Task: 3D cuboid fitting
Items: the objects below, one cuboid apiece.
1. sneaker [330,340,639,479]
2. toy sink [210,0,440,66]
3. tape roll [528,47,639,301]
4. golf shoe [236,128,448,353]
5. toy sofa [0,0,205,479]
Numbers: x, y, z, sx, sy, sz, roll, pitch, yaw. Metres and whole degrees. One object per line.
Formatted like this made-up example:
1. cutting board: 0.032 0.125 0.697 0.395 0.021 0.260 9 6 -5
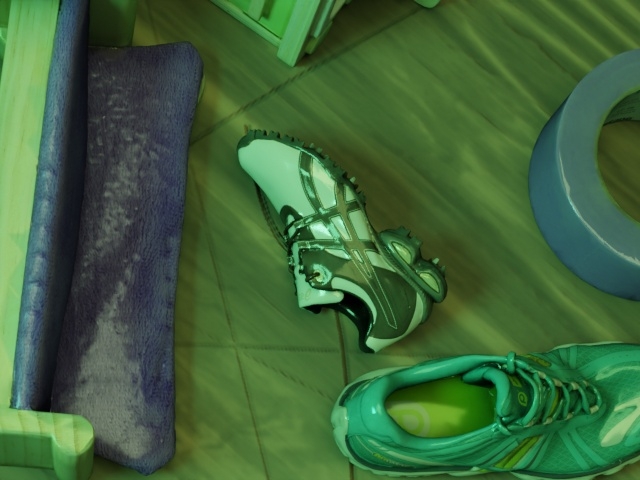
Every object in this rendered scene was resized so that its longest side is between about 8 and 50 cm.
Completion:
1. sneaker: 0.147 0.126 1.184 0.275 0.110 0.107 -6 74 -12
2. toy sink: -0.017 -0.235 1.245 0.234 0.153 0.131 35 71 1
3. tape roll: 0.265 -0.051 1.274 0.189 0.080 0.189 3 73 -10
4. golf shoe: 0.000 0.000 1.215 0.198 0.077 0.094 42 71 5
5. toy sofa: -0.175 -0.016 1.151 0.177 0.150 0.362 6 72 -7
